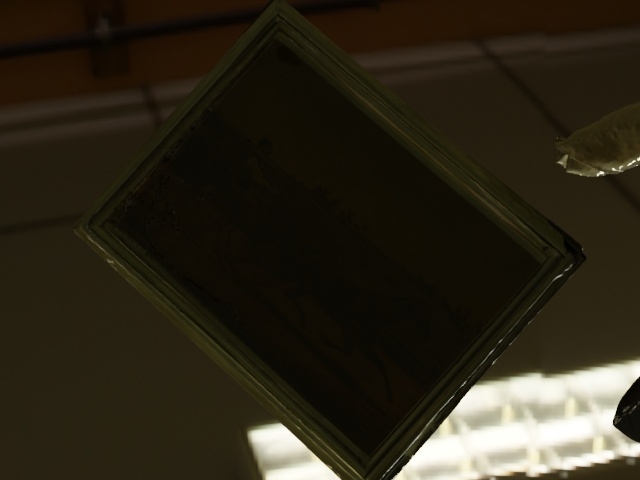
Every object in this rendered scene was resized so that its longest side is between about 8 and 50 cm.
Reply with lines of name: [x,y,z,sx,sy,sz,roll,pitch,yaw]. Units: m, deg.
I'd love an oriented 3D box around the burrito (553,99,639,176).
burrito: [0.336,-0.117,1.421,0.226,0.060,0.087,-25,173,15]

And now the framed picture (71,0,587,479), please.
framed picture: [0.000,0.000,0.865,0.252,0.014,0.197,41,-92,12]

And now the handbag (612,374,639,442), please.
handbag: [0.381,0.103,1.214,0.211,0.254,0.088,-2,-118,-9]
